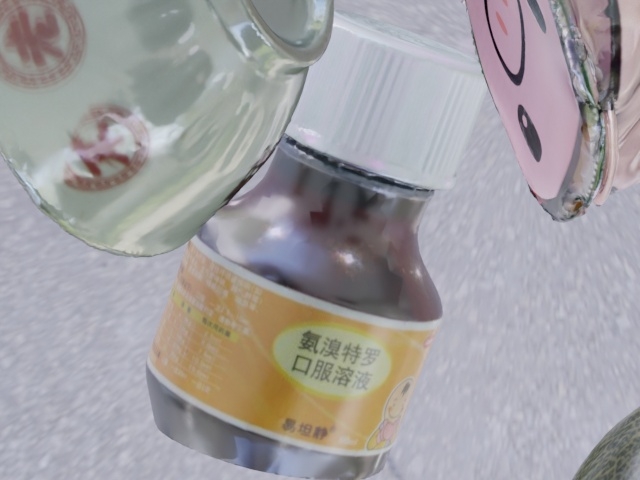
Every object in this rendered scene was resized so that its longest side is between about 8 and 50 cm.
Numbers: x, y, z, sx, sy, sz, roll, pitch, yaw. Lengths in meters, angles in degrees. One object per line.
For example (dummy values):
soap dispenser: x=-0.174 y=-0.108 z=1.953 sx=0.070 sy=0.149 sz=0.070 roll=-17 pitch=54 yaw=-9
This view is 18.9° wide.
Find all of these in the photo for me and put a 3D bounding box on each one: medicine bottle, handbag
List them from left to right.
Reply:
medicine bottle: x=0.000 y=0.000 z=1.683 sx=0.242 sy=0.242 sz=0.395 roll=16 pitch=102 yaw=5
handbag: x=0.135 y=-0.111 z=0.894 sx=0.116 sy=0.205 sz=0.179 roll=-18 pitch=59 yaw=-8

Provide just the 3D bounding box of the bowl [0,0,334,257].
bowl: x=-0.093 y=-0.168 z=1.271 sx=0.157 sy=0.337 sz=0.337 roll=-15 pitch=93 yaw=26

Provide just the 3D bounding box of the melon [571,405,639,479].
melon: x=0.251 y=0.221 z=0.998 sx=0.249 sy=0.248 sz=0.329 roll=-25 pitch=59 yaw=8
